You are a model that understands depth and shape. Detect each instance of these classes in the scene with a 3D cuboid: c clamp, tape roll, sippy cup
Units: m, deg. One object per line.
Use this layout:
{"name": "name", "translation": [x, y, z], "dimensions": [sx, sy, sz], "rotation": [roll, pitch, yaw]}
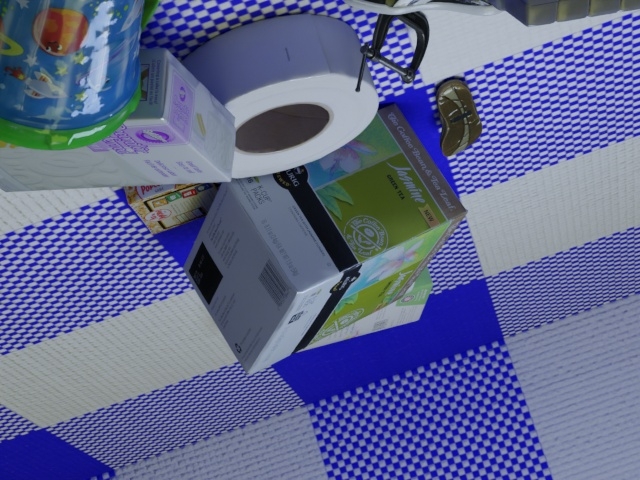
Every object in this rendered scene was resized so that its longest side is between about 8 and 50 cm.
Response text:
{"name": "c clamp", "translation": [0.099, -0.257, 2.156], "dimensions": [0.022, 0.137, 0.160], "rotation": [13, -178, 33]}
{"name": "tape roll", "translation": [-0.066, -0.195, 2.192], "dimensions": [0.286, 0.100, 0.286], "rotation": [-14, 159, -6]}
{"name": "sippy cup", "translation": [-0.288, -0.255, 1.721], "dimensions": [0.240, 0.305, 0.224], "rotation": [17, 138, -9]}

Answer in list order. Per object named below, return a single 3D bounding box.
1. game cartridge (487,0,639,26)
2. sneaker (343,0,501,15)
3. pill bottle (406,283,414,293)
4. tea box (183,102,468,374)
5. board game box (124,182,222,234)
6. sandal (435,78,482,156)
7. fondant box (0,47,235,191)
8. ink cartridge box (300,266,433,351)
{"name": "game cartridge", "translation": [0.254, -0.337, 1.806], "dimensions": [0.230, 0.355, 0.068], "rotation": [-7, 118, -18]}
{"name": "sneaker", "translation": [0.134, -0.354, 2.007], "dimensions": [0.217, 0.079, 0.121], "rotation": [1, 130, 0]}
{"name": "pill bottle", "translation": [0.012, 0.054, 2.792], "dimensions": [0.283, 0.160, 0.160], "rotation": [-10, 158, -17]}
{"name": "tea box", "translation": [0.000, 0.000, 2.472], "dimensions": [0.323, 0.220, 0.329], "rotation": [-26, 165, -26]}
{"name": "board game box", "translation": [-0.192, -0.080, 2.454], "dimensions": [0.193, 0.045, 0.147], "rotation": [-19, 159, 2]}
{"name": "sandal", "translation": [0.209, -0.198, 2.481], "dimensions": [0.072, 0.049, 0.180], "rotation": [-22, 145, -3]}
{"name": "fondant box", "translation": [-0.301, -0.145, 1.995], "dimensions": [0.330, 0.096, 0.238], "rotation": [-3, 163, 17]}
{"name": "ink cartridge box", "translation": [0.017, 0.110, 2.993], "dimensions": [0.353, 0.119, 0.207], "rotation": [-14, 160, -11]}
